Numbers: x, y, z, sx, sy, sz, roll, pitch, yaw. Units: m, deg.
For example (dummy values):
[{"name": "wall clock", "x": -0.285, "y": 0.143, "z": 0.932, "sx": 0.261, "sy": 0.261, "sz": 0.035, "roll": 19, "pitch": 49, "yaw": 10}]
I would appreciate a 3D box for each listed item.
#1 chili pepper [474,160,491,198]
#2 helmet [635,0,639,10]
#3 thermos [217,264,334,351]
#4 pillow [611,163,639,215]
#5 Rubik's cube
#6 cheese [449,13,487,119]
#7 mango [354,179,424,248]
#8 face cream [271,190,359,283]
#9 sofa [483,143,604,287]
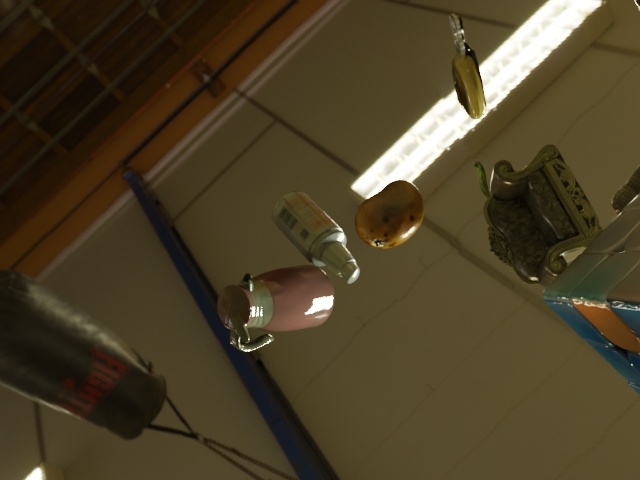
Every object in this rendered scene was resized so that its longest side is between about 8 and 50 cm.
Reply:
[{"name": "chili pepper", "x": 0.303, "y": -0.116, "z": 1.123, "sx": 0.017, "sy": 0.083, "sz": 0.030, "roll": -12, "pitch": -140, "yaw": 22}, {"name": "helmet", "x": 0.757, "y": -0.522, "z": 1.224, "sx": 0.189, "sy": 0.216, "sz": 0.193, "roll": -32, "pitch": -108, "yaw": 18}, {"name": "thermos", "x": -0.104, "y": 0.143, "z": 1.273, "sx": 0.146, "sy": 0.265, "sz": 0.176, "roll": 21, "pitch": -76, "yaw": 32}, {"name": "pillow", "x": 0.715, "y": -0.122, "z": 1.247, "sx": 0.135, "sy": 0.034, "sz": 0.211, "roll": 31, "pitch": -77, "yaw": 22}, {"name": "Rubik's cube", "x": 0.547, "y": 0.082, "z": 0.803, "sx": 0.291, "sy": 0.291, "sz": 0.290, "roll": -44, "pitch": -179, "yaw": -4}, {"name": "cheese", "x": 0.226, "y": -0.274, "z": 0.935, "sx": 0.036, "sy": 0.162, "sz": 0.086, "roll": -16, "pitch": -145, "yaw": 8}, {"name": "mango", "x": 0.145, "y": -0.052, "z": 1.190, "sx": 0.115, "sy": 0.090, "sz": 0.178, "roll": 39, "pitch": -128, "yaw": 19}, {"name": "face cream", "x": 0.000, "y": 0.000, "z": 1.285, "sx": 0.101, "sy": 0.101, "sz": 0.251, "roll": -44, "pitch": -124, "yaw": -1}, {"name": "sofa", "x": 0.433, "y": -0.038, "z": 1.217, "sx": 0.182, "sy": 0.200, "sz": 0.258, "roll": -25, "pitch": -106, "yaw": 7}]
